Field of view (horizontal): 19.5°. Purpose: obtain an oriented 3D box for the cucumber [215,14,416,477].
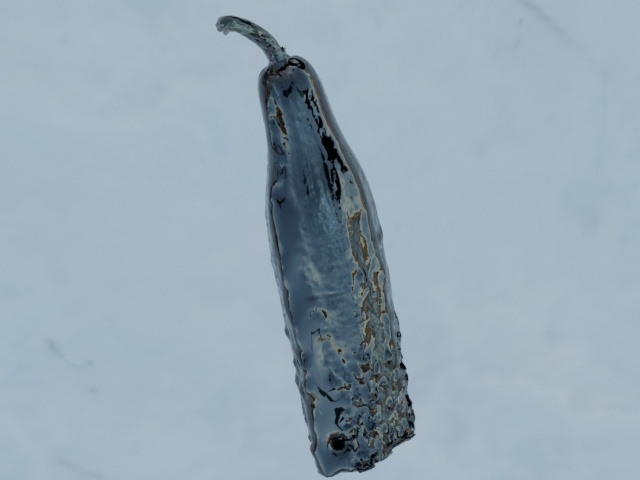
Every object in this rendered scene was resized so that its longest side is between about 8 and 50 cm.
[{"bbox_3d":[0.000,0.000,0.599,0.043,0.039,0.163,-16,115,-15],"label":"cucumber"}]
